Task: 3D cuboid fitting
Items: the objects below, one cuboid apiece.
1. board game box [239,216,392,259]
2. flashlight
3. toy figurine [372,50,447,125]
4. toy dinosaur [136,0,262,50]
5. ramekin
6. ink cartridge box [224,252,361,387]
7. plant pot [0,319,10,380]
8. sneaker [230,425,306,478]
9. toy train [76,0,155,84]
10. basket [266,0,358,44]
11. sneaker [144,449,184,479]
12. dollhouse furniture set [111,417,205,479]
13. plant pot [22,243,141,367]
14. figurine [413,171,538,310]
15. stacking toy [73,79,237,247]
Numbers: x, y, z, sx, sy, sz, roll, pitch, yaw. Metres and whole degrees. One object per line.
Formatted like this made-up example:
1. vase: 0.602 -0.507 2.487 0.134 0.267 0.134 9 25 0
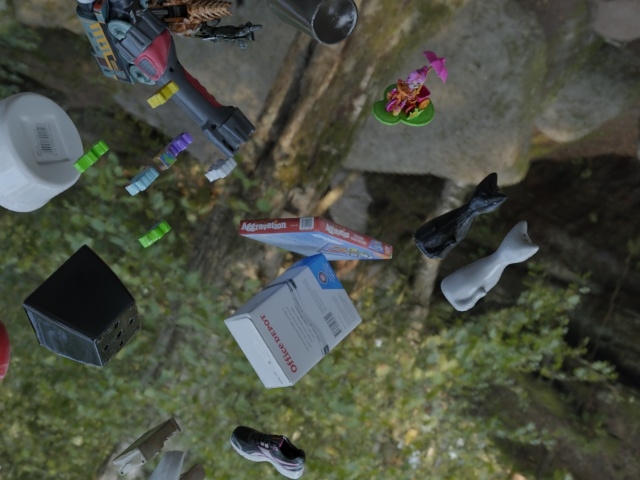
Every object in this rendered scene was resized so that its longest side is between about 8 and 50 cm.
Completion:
1. board game box: 0.000 0.000 1.449 0.145 0.027 0.281 -1 170 28
2. flashlight: -0.255 -0.303 1.679 0.304 0.103 0.103 43 -174 -17
3. toy figurine: 0.211 -0.349 1.924 0.173 0.159 0.130 -24 -112 -34
4. toy dinosaur: -0.240 -0.445 1.703 0.218 0.164 0.322 -10 -142 -26
5. ramekin: -0.700 -0.220 2.070 0.135 0.277 0.277 -19 158 27
6. ink cartridge box: -0.042 0.131 1.419 0.082 0.190 0.140 -17 107 52
7. plant pot: -0.961 0.302 2.329 0.174 0.191 0.191 1 -161 -45
8. sneaker: -0.107 0.446 1.887 0.178 0.077 0.072 23 -137 2
9. toy train: -0.492 -0.508 2.129 0.190 0.142 0.334 15 158 12
10. basket: -0.017 -0.582 2.122 0.227 0.154 0.204 48 173 47
11. sneaker: -0.393 0.545 1.750 0.169 0.293 0.108 21 177 1
12. dollhouse furniture set: -0.378 0.594 2.144 0.242 0.212 0.161 58 -154 -2
13. plant pot: -0.492 0.160 1.847 0.167 0.187 0.188 32 149 16
14. figurine: 0.311 0.002 1.692 0.092 0.209 0.215 18 -143 -44
15. stacking toy: -0.249 -0.118 1.320 0.052 0.221 0.167 -9 124 53
